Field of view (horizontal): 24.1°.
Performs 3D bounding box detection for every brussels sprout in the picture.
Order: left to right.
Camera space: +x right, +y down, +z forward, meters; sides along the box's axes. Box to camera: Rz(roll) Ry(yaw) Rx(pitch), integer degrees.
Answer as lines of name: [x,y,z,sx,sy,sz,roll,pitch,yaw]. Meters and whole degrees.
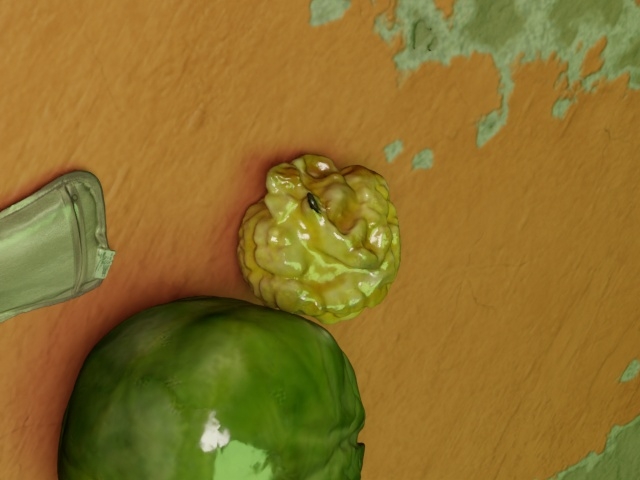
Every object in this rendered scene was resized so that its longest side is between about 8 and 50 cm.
brussels sprout: [-0.095,0.195,1.425,0.355,0.282,0.289,-7,101,-64]

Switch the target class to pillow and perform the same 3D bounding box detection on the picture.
pillow: [-0.286,0.025,1.322,0.233,0.038,0.130,-24,130,-29]

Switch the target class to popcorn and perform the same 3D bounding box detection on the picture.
popcorn: [0.000,0.000,1.496,0.180,0.180,0.170,-28,168,-28]
